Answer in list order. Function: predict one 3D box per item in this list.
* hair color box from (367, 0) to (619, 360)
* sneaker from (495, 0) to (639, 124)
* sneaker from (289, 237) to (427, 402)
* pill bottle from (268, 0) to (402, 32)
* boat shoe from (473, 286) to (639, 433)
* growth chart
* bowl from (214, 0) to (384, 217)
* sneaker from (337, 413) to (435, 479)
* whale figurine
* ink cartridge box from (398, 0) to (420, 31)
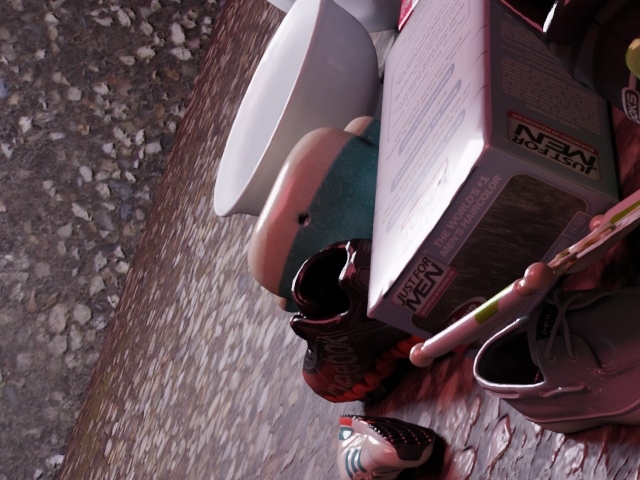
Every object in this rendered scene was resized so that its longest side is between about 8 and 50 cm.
[{"bbox_3d":[0.135,-0.099,1.311,0.185,0.113,0.374,-58,15,36],"label":"hair color box"},{"bbox_3d":[0.204,-0.229,1.063,0.185,0.202,0.483,-60,15,26],"label":"sneaker"},{"bbox_3d":[0.026,0.067,1.417,0.276,0.135,0.097,135,152,-61],"label":"sneaker"},{"bbox_3d":[0.063,-0.482,1.981,0.229,0.229,0.407,-31,38,68],"label":"pill bottle"},{"bbox_3d":[0.162,0.069,0.991,0.227,0.081,0.079,-38,32,64],"label":"boat shoe"},{"bbox_3d":[0.155,0.010,1.005,0.237,0.021,0.172,-32,-5,-40],"label":"growth chart"},{"bbox_3d":[-0.007,-0.142,1.896,0.298,0.134,0.298,-59,16,29],"label":"bowl"},{"bbox_3d":[0.051,0.186,1.319,0.161,0.057,0.075,-179,95,-74],"label":"sneaker"},{"bbox_3d":[0.029,-0.016,1.622,0.216,0.141,0.272,-65,-11,5],"label":"whale figurine"},{"bbox_3d":[0.147,-0.294,1.699,0.150,0.063,0.109,-53,19,45],"label":"ink cartridge box"}]
